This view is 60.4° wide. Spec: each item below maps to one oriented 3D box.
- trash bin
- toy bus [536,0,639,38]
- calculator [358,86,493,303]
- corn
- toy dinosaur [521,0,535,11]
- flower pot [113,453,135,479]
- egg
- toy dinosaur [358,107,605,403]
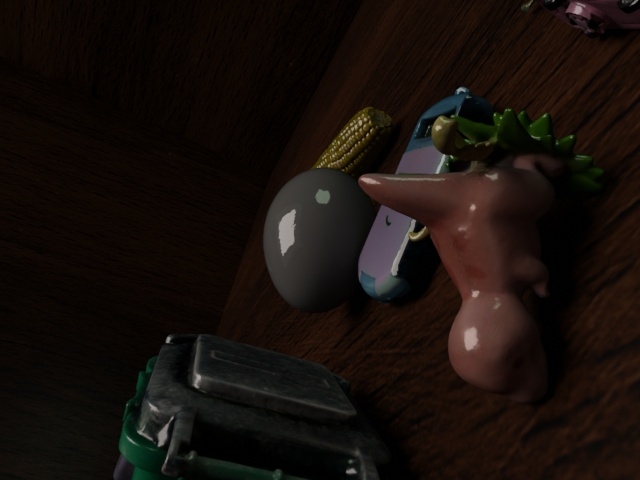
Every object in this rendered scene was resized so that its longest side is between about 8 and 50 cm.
[{"bbox_3d":[-0.101,0.317,0.560,0.295,0.259,0.381,-156,83,-78],"label":"trash bin"},{"bbox_3d":[0.247,-0.205,0.424,0.090,0.063,0.203,-60,15,16],"label":"toy bus"},{"bbox_3d":[0.127,-0.059,0.694,0.173,0.051,0.293,-161,94,-79],"label":"calculator"},{"bbox_3d":[0.046,-0.146,1.106,0.305,0.106,0.106,-46,23,48],"label":"corn"},{"bbox_3d":[0.252,-0.289,0.613,0.180,0.037,0.058,-100,31,-70],"label":"toy dinosaur"},{"bbox_3d":[-0.154,0.293,0.816,0.265,0.243,0.265,-60,12,21],"label":"flower pot"},{"bbox_3d":[0.000,0.000,0.841,0.176,0.176,0.231,129,150,-52],"label":"egg"},{"bbox_3d":[0.110,0.005,0.422,0.177,0.194,0.152,-49,12,-28],"label":"toy dinosaur"}]
